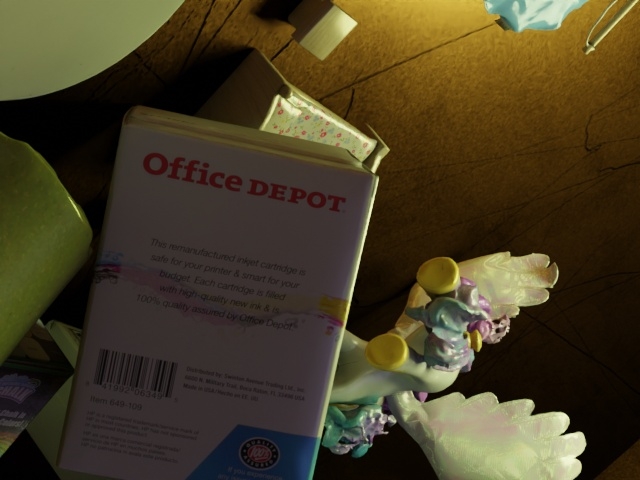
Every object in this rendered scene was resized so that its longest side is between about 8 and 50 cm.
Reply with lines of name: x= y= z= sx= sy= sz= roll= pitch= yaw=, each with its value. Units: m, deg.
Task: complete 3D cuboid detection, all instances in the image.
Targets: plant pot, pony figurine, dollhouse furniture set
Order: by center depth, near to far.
plant pot: x=-0.309 y=0.024 z=1.092 sx=0.254 sy=0.276 sz=0.276 roll=-45 pitch=154 yaw=-17
dollhouse furniture set: x=0.000 y=0.000 z=1.445 sx=0.355 sy=0.174 sz=0.303 roll=-47 pitch=144 yaw=12
pony figurine: x=0.111 y=0.138 z=1.777 sx=0.350 sy=0.303 sz=0.363 roll=-9 pitch=156 yaw=8

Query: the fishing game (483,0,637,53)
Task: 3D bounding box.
fishing game: x=0.225 y=-0.282 z=1.477 sx=0.264 sy=0.041 sz=0.189 roll=26 pitch=112 yaw=-43

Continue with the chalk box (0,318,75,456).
chalk box: x=-0.311 y=0.098 z=1.296 sx=0.213 sy=0.132 sz=0.132 roll=-49 pitch=150 yaw=13

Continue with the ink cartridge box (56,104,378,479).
ink cartridge box: x=-0.086 y=0.045 z=1.250 sx=0.197 sy=0.198 sz=0.270 roll=-118 pitch=-140 yaw=-80

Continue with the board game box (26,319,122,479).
board game box: x=-0.155 y=0.212 z=1.548 sx=0.097 sy=0.224 sz=0.303 roll=-45 pitch=151 yaw=9

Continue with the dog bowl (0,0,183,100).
dog bowl: x=-0.190 y=-0.222 z=1.008 sx=0.265 sy=0.104 sz=0.265 roll=-30 pitch=150 yaw=-19
